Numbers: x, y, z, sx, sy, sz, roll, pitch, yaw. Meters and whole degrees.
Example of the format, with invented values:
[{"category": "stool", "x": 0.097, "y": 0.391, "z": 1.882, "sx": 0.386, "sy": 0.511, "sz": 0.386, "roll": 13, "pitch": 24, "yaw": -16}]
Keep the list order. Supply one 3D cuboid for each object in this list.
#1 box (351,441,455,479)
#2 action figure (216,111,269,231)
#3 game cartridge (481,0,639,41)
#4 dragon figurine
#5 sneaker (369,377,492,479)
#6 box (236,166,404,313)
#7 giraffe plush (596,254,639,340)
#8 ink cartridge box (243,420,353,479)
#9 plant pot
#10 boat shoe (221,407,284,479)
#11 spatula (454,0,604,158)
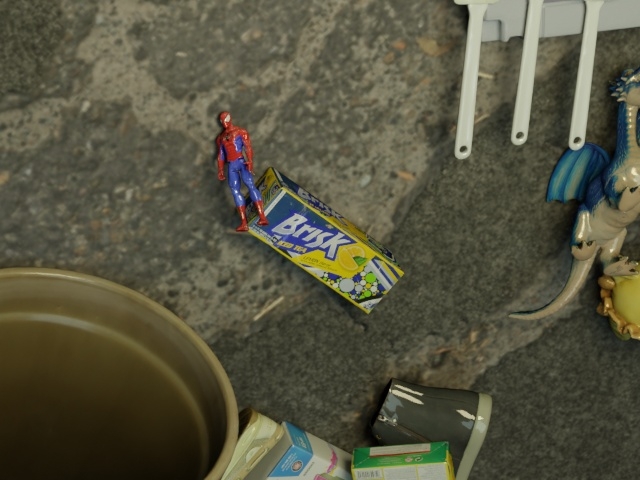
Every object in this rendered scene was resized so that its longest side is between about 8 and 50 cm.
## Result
[{"category": "box", "x": 0.097, "y": 0.299, "z": 1.720, "sx": 0.105, "sy": 0.043, "sz": 0.179, "roll": -5, "pitch": 117, "yaw": 8}, {"category": "action figure", "x": -0.079, "y": -0.068, "z": 1.549, "sx": 0.038, "sy": 0.030, "sz": 0.115, "roll": -17, "pitch": 81, "yaw": 24}, {"category": "game cartridge", "x": 0.287, "y": -0.300, "z": 1.549, "sx": 0.294, "sy": 0.060, "sz": 0.196, "roll": -8, "pitch": 121, "yaw": -12}, {"category": "dragon figurine", "x": 0.288, "y": -0.044, "z": 1.652, "sx": 0.085, "sy": 0.144, "sz": 0.289, "roll": 16, "pitch": 127, "yaw": -20}, {"category": "sneaker", "x": 0.101, "y": 0.240, "z": 1.759, "sx": 0.118, "sy": 0.083, "sz": 0.222, "roll": 16, "pitch": 121, "yaw": 0}, {"category": "box", "x": 0.000, "y": 0.000, "z": 1.614, "sx": 0.169, "sy": 0.054, "sz": 0.059, "roll": 35, "pitch": 103, "yaw": -28}, {"category": "giraffe plush", "x": 0.384, "y": 0.075, "z": 1.706, "sx": 0.210, "sy": 0.170, "sz": 0.181, "roll": -22, "pitch": 130, "yaw": -48}, {"category": "ink cartridge box", "x": -0.011, "y": 0.263, "z": 1.741, "sx": 0.122, "sy": 0.052, "sz": 0.088, "roll": 29, "pitch": 105, "yaw": -27}, {"category": "plant pot", "x": -0.272, "y": 0.232, "z": 1.535, "sx": 0.323, "sy": 0.323, "sz": 0.280, "roll": 9, "pitch": 129, "yaw": -19}, {"category": "boat shoe", "x": -0.097, "y": 0.249, "z": 1.710, "sx": 0.048, "sy": 0.056, "sz": 0.153, "roll": 30, "pitch": 97, "yaw": -21}, {"category": "spatula", "x": 0.205, "y": -0.192, "z": 1.539, "sx": 0.168, "sy": 0.019, "sz": 0.242, "roll": -4, "pitch": 116, "yaw": -14}]
